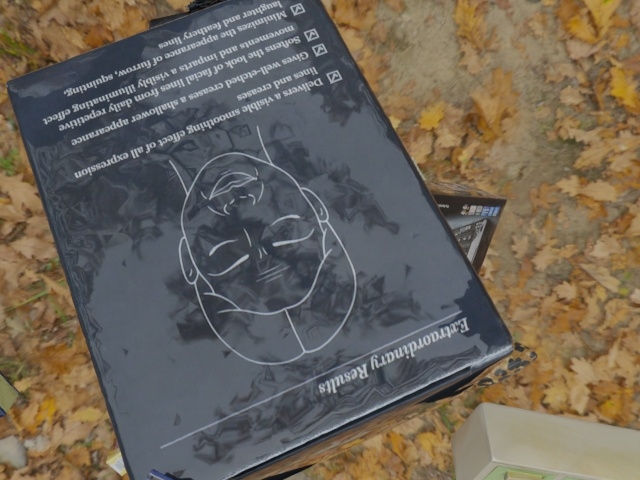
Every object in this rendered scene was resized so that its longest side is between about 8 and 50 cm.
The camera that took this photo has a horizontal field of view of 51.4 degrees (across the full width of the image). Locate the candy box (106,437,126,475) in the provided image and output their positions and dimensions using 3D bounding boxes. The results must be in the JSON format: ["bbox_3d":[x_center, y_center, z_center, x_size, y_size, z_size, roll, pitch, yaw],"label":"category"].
[{"bbox_3d":[-0.355,0.398,1.399,0.186,0.109,0.053,-38,109,14],"label":"candy box"}]

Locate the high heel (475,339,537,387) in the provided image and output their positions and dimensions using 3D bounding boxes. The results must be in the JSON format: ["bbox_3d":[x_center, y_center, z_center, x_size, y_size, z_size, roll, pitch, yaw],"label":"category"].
[{"bbox_3d":[0.236,0.190,1.197,0.186,0.261,0.093,39,54,-35],"label":"high heel"}]

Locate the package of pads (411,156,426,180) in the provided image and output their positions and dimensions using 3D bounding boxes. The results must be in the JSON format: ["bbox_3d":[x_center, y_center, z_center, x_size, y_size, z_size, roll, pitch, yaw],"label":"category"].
[{"bbox_3d":[0.129,-0.091,1.470,0.229,0.296,0.101,9,70,29],"label":"package of pads"}]

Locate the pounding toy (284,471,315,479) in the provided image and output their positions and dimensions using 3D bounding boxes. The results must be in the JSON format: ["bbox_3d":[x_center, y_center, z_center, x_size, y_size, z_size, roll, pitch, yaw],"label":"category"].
[{"bbox_3d":[-0.061,0.426,1.053,0.100,0.130,0.141,28,43,10],"label":"pounding toy"}]

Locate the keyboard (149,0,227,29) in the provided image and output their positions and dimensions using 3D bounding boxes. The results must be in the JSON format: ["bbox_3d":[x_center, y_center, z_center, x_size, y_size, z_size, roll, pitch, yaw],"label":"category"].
[{"bbox_3d":[-0.135,-0.278,0.876,0.192,0.100,0.038,-11,46,6],"label":"keyboard"}]

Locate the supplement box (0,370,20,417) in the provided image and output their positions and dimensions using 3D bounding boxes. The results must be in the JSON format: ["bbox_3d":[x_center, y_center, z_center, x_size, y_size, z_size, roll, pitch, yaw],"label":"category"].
[{"bbox_3d":[-0.777,0.369,1.580,0.056,0.083,0.083,-24,114,12],"label":"supplement box"}]

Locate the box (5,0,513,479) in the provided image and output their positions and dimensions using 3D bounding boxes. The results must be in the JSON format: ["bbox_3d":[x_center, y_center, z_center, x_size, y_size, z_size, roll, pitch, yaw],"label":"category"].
[{"bbox_3d":[-0.064,0.007,0.621,0.293,0.212,0.395,-22,69,-7],"label":"box"}]

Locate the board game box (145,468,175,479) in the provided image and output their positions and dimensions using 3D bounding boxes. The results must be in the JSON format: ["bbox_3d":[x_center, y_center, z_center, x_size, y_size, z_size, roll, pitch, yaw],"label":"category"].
[{"bbox_3d":[-0.064,0.211,0.339,0.136,0.201,0.035,27,102,-1],"label":"board game box"}]

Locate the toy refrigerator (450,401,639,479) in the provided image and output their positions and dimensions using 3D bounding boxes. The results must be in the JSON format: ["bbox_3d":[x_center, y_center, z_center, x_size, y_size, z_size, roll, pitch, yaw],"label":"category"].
[{"bbox_3d":[0.323,0.304,0.893,0.269,0.094,0.102,14,132,-11],"label":"toy refrigerator"}]

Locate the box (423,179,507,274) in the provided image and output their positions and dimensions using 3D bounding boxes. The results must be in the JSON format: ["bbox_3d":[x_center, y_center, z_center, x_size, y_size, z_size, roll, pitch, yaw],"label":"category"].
[{"bbox_3d":[0.120,0.036,0.946,0.307,0.076,0.242,0,113,-47],"label":"box"}]
